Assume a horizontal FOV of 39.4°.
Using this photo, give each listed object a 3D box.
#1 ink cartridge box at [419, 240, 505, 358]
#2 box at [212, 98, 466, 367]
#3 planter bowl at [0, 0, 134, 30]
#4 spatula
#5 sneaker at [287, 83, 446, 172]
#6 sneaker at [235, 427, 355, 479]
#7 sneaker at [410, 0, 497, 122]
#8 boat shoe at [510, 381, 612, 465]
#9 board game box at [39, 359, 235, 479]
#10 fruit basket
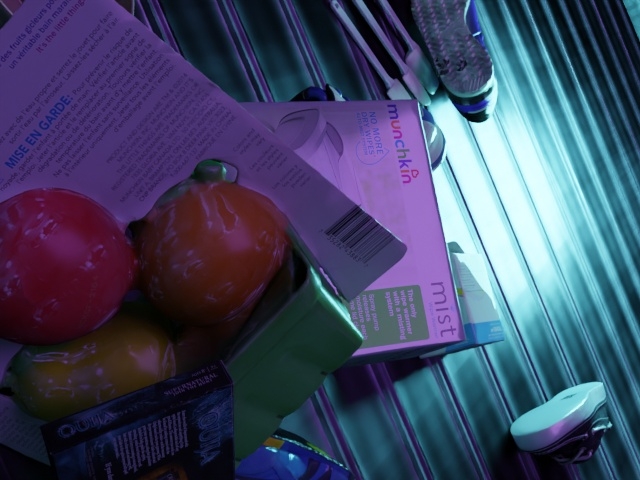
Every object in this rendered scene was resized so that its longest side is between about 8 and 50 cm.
[{"bbox_3d":[0.177,0.079,1.218,0.090,0.092,0.143,3,71,-53],"label":"ink cartridge box"},{"bbox_3d":[0.000,0.000,0.916,0.231,0.127,0.262,-4,77,-22],"label":"box"},{"bbox_3d":[-0.259,-0.215,0.774,0.162,0.109,0.162,27,53,-43],"label":"planter bowl"},{"bbox_3d":[0.105,-0.301,1.385,0.242,0.019,0.168,51,44,-23],"label":"spatula"},{"bbox_3d":[0.041,-0.127,1.113,0.182,0.127,0.315,59,38,-18],"label":"sneaker"},{"bbox_3d":[-0.043,0.232,0.887,0.209,0.069,0.082,35,79,-50],"label":"sneaker"},{"bbox_3d":[0.229,-0.314,1.494,0.146,0.102,0.293,54,24,-53],"label":"sneaker"},{"bbox_3d":[0.385,0.298,1.382,0.301,0.108,0.102,-4,75,-61],"label":"boat shoe"},{"bbox_3d":[-0.121,0.172,0.640,0.126,0.186,0.026,-18,48,-23],"label":"board game box"},{"bbox_3d":[-0.154,0.028,0.663,0.353,0.327,0.165,38,11,-30],"label":"fruit basket"}]
